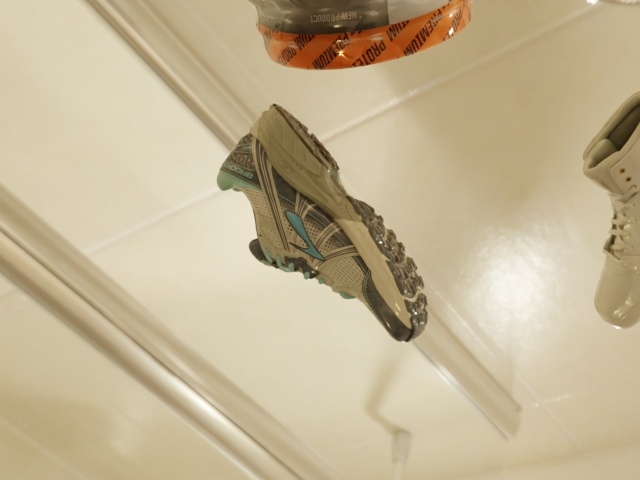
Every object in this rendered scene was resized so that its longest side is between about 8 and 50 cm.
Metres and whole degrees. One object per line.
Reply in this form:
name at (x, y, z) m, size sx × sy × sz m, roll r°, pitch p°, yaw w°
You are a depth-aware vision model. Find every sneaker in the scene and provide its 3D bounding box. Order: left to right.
sneaker at (0.000, 0.000, 0.945) m, size 0.122 × 0.110 × 0.283 m, roll -40°, pitch -106°, yaw 14°
sneaker at (0.374, -0.041, 1.129) m, size 0.293 × 0.169 × 0.108 m, roll -68°, pitch -159°, yaw 13°

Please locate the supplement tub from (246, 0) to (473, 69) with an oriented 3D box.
supplement tub at (0.004, -0.282, 0.572) m, size 0.193 × 0.316 × 0.194 m, roll -10°, pitch -151°, yaw 6°
